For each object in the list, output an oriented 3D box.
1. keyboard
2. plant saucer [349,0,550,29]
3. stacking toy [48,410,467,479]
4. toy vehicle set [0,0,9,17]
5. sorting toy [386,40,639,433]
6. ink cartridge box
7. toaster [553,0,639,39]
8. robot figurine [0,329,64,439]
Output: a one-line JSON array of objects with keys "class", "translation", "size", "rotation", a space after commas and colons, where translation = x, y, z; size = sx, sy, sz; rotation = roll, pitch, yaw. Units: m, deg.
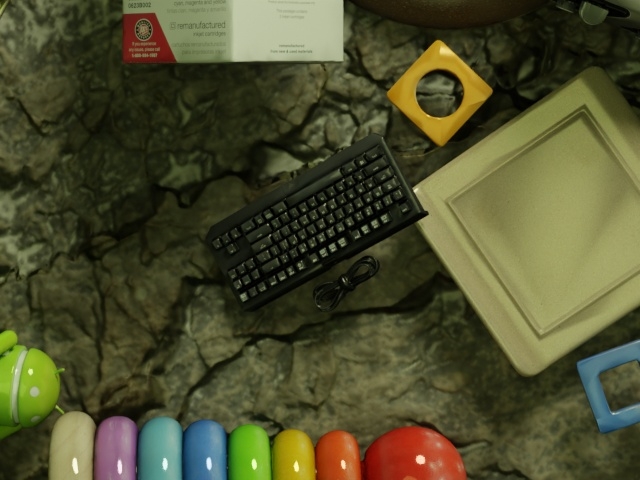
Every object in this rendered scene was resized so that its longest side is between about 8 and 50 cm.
[{"class": "keyboard", "translation": [0.000, 0.000, 1.534], "size": [0.180, 0.023, 0.108], "rotation": [-29, 91, 25]}, {"class": "plant saucer", "translation": [0.103, -0.324, 1.517], "size": [0.311, 0.050, 0.310], "rotation": [0, 93, 5]}, {"class": "stacking toy", "translation": [-0.048, 0.200, 1.538], "size": [0.330, 0.141, 0.141], "rotation": [-3, 94, -3]}, {"class": "toy vehicle set", "translation": [-0.291, -0.184, 1.447], "size": [0.035, 0.267, 0.166], "rotation": [29, 97, 3]}, {"class": "sorting toy", "translation": [0.192, -0.016, 1.534], "size": [0.196, 0.047, 0.347], "rotation": [-34, 91, 2]}, {"class": "ink cartridge box", "translation": [-0.068, -0.224, 1.473], "size": [0.128, 0.127, 0.176], "rotation": [4, 96, 43]}, {"class": "toaster", "translation": [0.261, -0.242, 1.454], "size": [0.168, 0.110, 0.185], "rotation": [18, 98, -22]}, {"class": "robot figurine", "translation": [-0.266, 0.118, 1.566], "size": [0.115, 0.067, 0.101], "rotation": [6, 122, 4]}]
